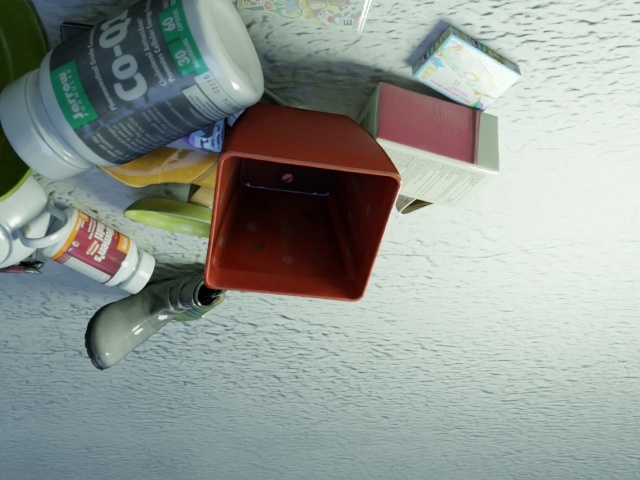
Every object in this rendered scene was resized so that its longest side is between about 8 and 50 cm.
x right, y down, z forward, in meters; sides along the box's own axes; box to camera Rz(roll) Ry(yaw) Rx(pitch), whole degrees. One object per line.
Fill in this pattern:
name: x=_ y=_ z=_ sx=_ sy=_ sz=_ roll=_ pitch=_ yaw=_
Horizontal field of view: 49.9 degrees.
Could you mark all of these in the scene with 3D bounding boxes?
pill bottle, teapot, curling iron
pill bottle: x=-0.487 y=0.027 z=1.521 sx=0.121 sy=0.121 sz=0.221 roll=-31 pitch=131 yaw=34
teapot: x=-0.670 y=-0.030 z=1.371 sx=0.253 sy=0.187 sz=0.256 roll=37 pitch=115 yaw=-28
curling iron: x=-0.784 y=0.066 z=1.639 sx=0.274 sy=0.035 sz=0.068 roll=-1 pitch=175 yaw=9
pill bottle: x=-0.287 y=-0.234 z=1.046 sx=0.361 sy=0.204 sz=0.204 roll=-22 pitch=136 yaw=16

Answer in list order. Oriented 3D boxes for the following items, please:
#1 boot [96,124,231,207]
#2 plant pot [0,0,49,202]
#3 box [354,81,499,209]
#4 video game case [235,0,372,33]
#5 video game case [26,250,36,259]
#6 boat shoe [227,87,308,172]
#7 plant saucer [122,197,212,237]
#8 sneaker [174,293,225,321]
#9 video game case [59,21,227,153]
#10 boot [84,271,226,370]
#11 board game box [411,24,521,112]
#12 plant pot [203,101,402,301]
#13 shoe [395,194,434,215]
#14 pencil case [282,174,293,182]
boot: x=-0.266 y=-0.180 z=1.284 sx=0.295 sy=0.104 sz=0.211 roll=23 pitch=132 yaw=-31
plant pot: x=-0.672 y=-0.246 z=1.045 sx=0.353 sy=0.366 sz=0.366 roll=7 pitch=142 yaw=12
box: x=0.181 y=-0.165 z=1.227 sx=0.233 sy=0.126 sz=0.148 roll=13 pitch=153 yaw=-14
video game case: x=-0.009 y=-0.424 z=1.012 sx=0.207 sy=0.026 sz=0.227 roll=9 pitch=141 yaw=-9
video game case: x=-0.761 y=-0.057 z=1.507 sx=0.285 sy=0.025 sz=0.204 roll=16 pitch=139 yaw=-18
boat shoe: x=-0.064 y=-0.201 z=1.238 sx=0.258 sy=0.095 sz=0.084 roll=27 pitch=139 yaw=-29
plant saucer: x=-0.282 y=-0.047 z=1.418 sx=0.241 sy=0.037 sz=0.241 roll=10 pitch=170 yaw=2
sneaker: x=-0.310 y=0.162 z=1.735 sx=0.192 sy=0.064 sz=0.086 roll=-15 pitch=146 yaw=20
video game case: x=-0.295 y=-0.256 z=1.167 sx=0.274 sy=0.026 sz=0.196 roll=6 pitch=120 yaw=1
boot: x=-0.359 y=0.155 z=1.545 sx=0.223 sy=0.338 sz=0.118 roll=-15 pitch=111 yaw=23
board game box: x=0.248 y=-0.287 z=1.170 sx=0.154 sy=0.026 sz=0.103 roll=23 pitch=137 yaw=-24
plant pot: x=-0.043 y=-0.083 z=1.137 sx=0.268 sy=0.235 sz=0.267 roll=6 pitch=129 yaw=-11
shoe: x=0.249 y=-0.104 z=1.372 sx=0.219 sy=0.058 sz=0.076 roll=-18 pitch=137 yaw=23
pencil case: x=-0.059 y=-0.097 z=1.374 sx=0.210 sy=0.098 sz=0.095 roll=-7 pitch=-175 yaw=11
